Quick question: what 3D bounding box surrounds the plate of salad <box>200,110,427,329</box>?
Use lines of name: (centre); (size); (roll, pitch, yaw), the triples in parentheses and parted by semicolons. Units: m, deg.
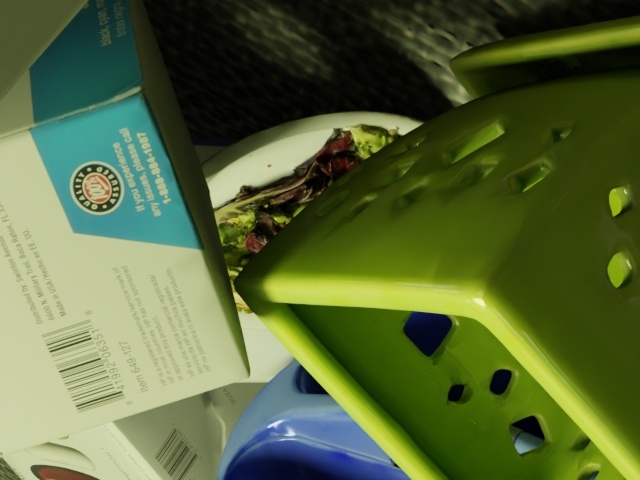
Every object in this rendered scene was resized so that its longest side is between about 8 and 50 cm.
plate of salad: (0.000, 0.000, 0.974); (0.199, 0.048, 0.200); (-10, 142, -8)

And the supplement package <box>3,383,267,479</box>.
supplement package: (-0.157, 0.117, 1.310); (0.203, 0.149, 0.194); (4, 139, 41)

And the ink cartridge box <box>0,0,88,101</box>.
ink cartridge box: (-0.230, -0.211, 0.766); (0.384, 0.279, 0.160); (7, 142, 41)

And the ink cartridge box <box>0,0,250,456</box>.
ink cartridge box: (-0.176, -0.009, 0.803); (0.232, 0.168, 0.171); (-17, 126, 0)

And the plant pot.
plant pot: (0.134, 0.023, 0.790); (0.227, 0.207, 0.228); (47, 158, -21)

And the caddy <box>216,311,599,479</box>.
caddy: (0.100, 0.162, 1.015); (0.341, 0.241, 0.179); (11, 140, 35)

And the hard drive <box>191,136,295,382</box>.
hard drive: (-0.146, 0.016, 1.014); (0.318, 0.040, 0.210); (1, 140, -23)
